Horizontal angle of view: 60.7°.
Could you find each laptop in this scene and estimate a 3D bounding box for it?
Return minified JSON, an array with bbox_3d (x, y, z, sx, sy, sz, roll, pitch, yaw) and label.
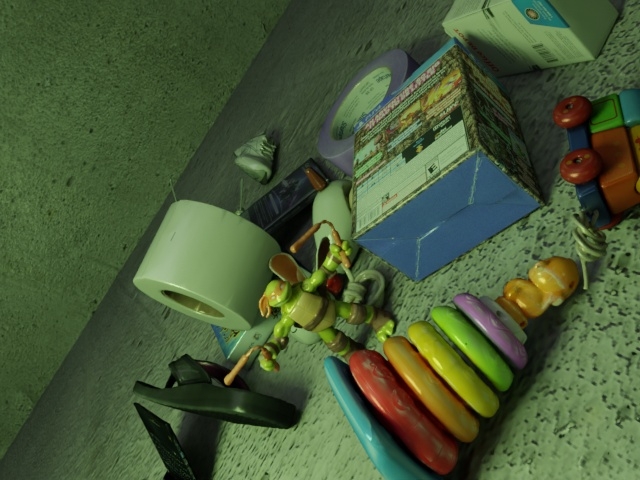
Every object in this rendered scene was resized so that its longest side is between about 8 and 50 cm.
[{"bbox_3d":[-0.329,0.478,1.056,0.136,0.265,0.234,-29,11,-32],"label":"laptop"}]

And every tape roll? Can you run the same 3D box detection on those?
[{"bbox_3d":[-0.218,0.054,1.078,0.246,0.246,0.169,-13,50,55],"label":"tape roll"},{"bbox_3d":[0.115,-0.269,1.170,0.274,0.090,0.275,-42,30,31],"label":"tape roll"}]

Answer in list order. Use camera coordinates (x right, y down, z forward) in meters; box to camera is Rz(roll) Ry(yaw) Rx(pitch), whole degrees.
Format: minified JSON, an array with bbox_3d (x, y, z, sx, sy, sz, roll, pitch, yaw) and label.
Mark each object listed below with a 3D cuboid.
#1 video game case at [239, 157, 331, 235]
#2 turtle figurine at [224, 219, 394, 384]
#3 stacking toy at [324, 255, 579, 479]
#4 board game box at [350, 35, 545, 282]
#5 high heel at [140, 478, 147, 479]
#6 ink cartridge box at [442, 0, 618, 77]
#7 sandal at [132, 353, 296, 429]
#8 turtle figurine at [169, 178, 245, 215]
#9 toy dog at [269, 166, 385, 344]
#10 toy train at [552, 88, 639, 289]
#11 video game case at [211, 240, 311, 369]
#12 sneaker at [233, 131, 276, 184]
[{"bbox_3d":[-0.105,-0.086,1.335,0.274,0.026,0.196,-37,26,4],"label":"video game case"},{"bbox_3d":[-0.011,0.119,0.812,0.270,0.217,0.087,-59,26,-3],"label":"turtle figurine"},{"bbox_3d":[0.166,0.122,0.610,0.302,0.175,0.166,-43,30,3],"label":"stacking toy"},{"bbox_3d":[0.177,-0.125,0.844,0.232,0.141,0.291,-37,33,35],"label":"board game box"},{"bbox_3d":[-0.365,0.550,1.047,0.261,0.093,0.186,144,138,-61],"label":"high heel"},{"bbox_3d":[0.312,-0.338,0.837,0.086,0.148,0.203,-61,27,-5],"label":"ink cartridge box"},{"bbox_3d":[-0.202,0.279,1.040,0.445,0.167,0.107,-11,57,45],"label":"sandal"},{"bbox_3d":[-0.321,-0.065,1.586,0.197,0.275,0.266,-31,8,-29],"label":"turtle figurine"},{"bbox_3d":[0.000,0.000,0.989,0.220,0.160,0.334,-33,35,41],"label":"toy dog"},{"bbox_3d":[0.336,-0.064,0.566,0.143,0.105,0.248,-18,45,34],"label":"toy train"},{"bbox_3d":[-0.152,0.121,1.233,0.244,0.061,0.269,-58,26,1],"label":"video game case"},{"bbox_3d":[-0.193,-0.267,1.688,0.129,0.111,0.297,-46,28,9],"label":"sneaker"}]
